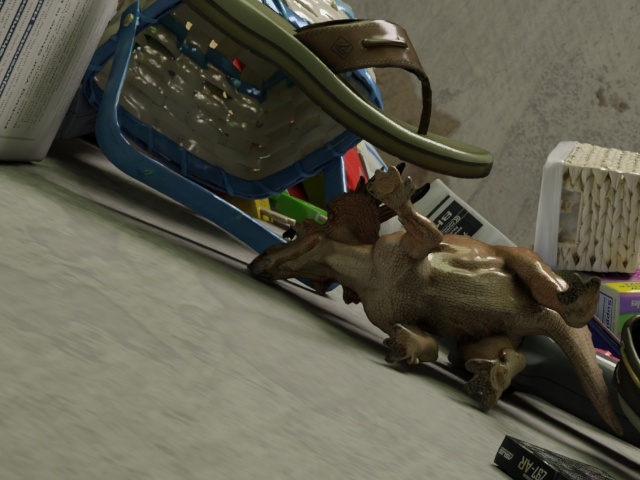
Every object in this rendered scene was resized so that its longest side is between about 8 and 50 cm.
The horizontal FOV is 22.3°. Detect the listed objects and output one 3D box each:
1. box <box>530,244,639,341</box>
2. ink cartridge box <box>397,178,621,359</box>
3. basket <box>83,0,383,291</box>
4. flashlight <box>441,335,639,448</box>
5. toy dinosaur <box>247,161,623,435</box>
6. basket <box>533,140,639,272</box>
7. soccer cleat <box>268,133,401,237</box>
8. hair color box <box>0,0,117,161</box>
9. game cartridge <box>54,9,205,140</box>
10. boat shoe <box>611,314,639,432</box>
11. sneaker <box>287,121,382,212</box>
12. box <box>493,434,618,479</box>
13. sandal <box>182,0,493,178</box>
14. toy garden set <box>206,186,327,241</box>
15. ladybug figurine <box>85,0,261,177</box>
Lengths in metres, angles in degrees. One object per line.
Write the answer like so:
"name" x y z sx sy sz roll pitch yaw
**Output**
"box" 0.350 0.080 1.646 0.214 0.117 0.243 -1 11 -12
"ink cartridge box" 0.181 0.053 1.458 0.165 0.065 0.332 45 2 -18
"basket" -0.069 -0.115 1.377 0.255 0.201 0.289 35 33 -30
"flashlight" 0.250 0.120 1.240 0.304 0.103 0.103 27 -22 24
"toy dinosaur" 0.101 0.032 1.198 0.296 0.127 0.200 24 6 -1
"basket" 0.276 -0.032 1.622 0.103 0.113 0.167 8 12 14
"soccer cleat" -0.004 -0.137 1.961 0.331 0.116 0.143 57 8 10
"hair color box" -0.243 -0.151 1.106 0.105 0.174 0.347 25 4 3
"game cartridge" -0.263 -0.179 1.514 0.230 0.068 0.355 23 19 15
"boat shoe" 0.275 0.132 1.092 0.228 0.081 0.068 45 -22 47
"sneaker" -0.009 -0.116 1.770 0.279 0.107 0.118 66 19 1
"box" 0.148 0.140 0.915 0.083 0.018 0.067 23 5 -35
"sandal" 0.017 -0.143 1.232 0.303 0.086 0.120 37 6 -12
"toy garden set" 0.000 0.000 1.568 0.244 0.049 0.204 28 3 15
"ladybug figurine" -0.196 -0.188 1.887 0.305 0.162 0.449 25 4 -8
